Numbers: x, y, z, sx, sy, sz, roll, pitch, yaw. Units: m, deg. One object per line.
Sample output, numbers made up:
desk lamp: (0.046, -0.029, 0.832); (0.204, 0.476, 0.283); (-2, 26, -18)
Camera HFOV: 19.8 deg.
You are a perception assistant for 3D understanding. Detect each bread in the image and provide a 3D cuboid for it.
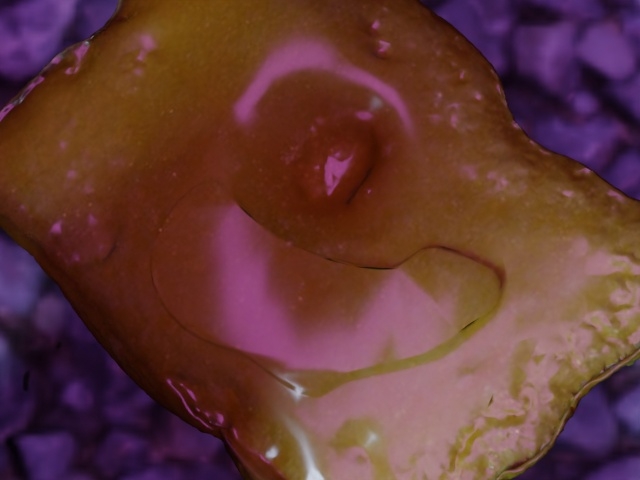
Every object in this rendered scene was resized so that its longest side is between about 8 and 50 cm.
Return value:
bread: (0.000, 0.000, 0.635); (0.161, 0.088, 0.233); (-42, 75, -11)
